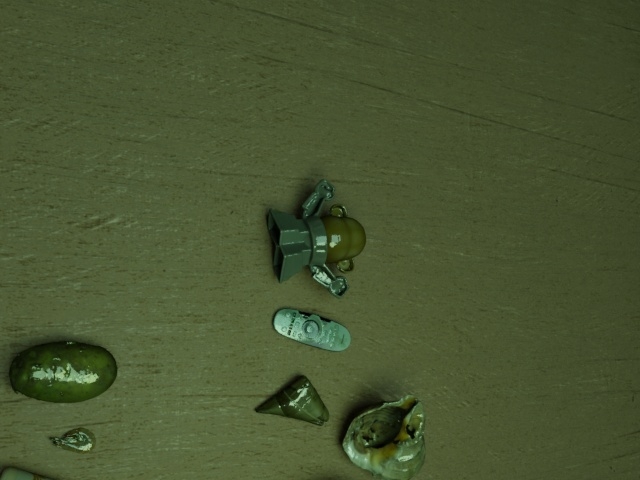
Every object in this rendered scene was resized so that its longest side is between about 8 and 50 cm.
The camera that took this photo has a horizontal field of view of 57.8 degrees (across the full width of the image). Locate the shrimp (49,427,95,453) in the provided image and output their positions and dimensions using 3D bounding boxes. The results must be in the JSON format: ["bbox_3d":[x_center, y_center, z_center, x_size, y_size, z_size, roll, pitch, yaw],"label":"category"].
[{"bbox_3d":[-0.614,0.494,1.443,0.108,0.023,0.059,26,64,-21],"label":"shrimp"}]

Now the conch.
[{"bbox_3d":[0.200,0.578,1.748,0.263,0.186,0.324,12,105,-13],"label":"conch"}]

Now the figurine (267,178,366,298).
[{"bbox_3d":[0.001,0.001,1.722,0.285,0.167,0.342,-9,109,-19],"label":"figurine"}]

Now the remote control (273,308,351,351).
[{"bbox_3d":[-0.024,0.270,1.748,0.256,0.045,0.097,23,74,-19],"label":"remote control"}]

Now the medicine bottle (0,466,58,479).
[{"bbox_3d":[-0.642,0.623,1.363,0.252,0.114,0.114,29,72,-22],"label":"medicine bottle"}]

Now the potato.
[{"bbox_3d":[-0.619,0.320,1.412,0.251,0.113,0.149,4,75,-35],"label":"potato"}]

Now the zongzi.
[{"bbox_3d":[-0.074,0.503,1.685,0.176,0.078,0.160,-35,100,-15],"label":"zongzi"}]
